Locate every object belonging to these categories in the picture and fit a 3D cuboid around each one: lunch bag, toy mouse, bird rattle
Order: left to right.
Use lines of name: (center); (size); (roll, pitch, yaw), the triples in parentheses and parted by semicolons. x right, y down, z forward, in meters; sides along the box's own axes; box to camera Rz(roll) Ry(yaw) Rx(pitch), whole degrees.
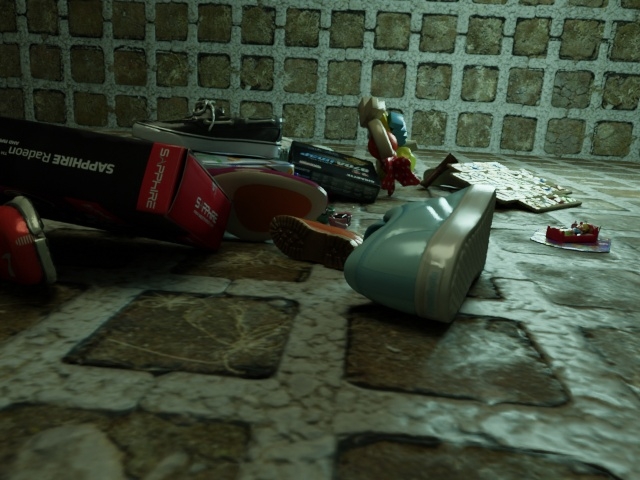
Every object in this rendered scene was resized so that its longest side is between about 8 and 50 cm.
lunch bag: (-0.187, -0.135, 1.162); (0.243, 0.114, 0.303); (-1, 14, -23)
toy mouse: (0.013, -0.041, 0.995); (0.161, 0.031, 0.143); (17, 20, 42)
bird rattle: (0.171, -0.224, 1.431); (0.143, 0.206, 0.253); (-23, 3, 15)

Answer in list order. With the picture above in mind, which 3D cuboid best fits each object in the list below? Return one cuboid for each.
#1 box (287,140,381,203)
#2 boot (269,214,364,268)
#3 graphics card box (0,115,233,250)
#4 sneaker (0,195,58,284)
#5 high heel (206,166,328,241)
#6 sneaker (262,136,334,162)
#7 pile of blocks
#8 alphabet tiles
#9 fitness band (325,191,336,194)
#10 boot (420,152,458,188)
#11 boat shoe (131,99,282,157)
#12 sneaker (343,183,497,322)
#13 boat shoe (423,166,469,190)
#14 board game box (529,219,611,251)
box: (0.029, -0.172, 1.303); (0.221, 0.051, 0.175); (14, 26, -9)
boot: (0.000, 0.000, 0.797); (0.158, 0.059, 0.085); (20, 18, 26)
graphics card box: (-0.328, -0.077, 0.716); (0.371, 0.094, 0.233); (11, -10, 5)
sneaker: (-0.403, 0.013, 0.609); (0.279, 0.107, 0.118); (3, 21, 38)
high heel: (-0.174, -0.086, 0.920); (0.378, 0.127, 0.181); (1, 24, 2)
sneaker: (-0.084, -0.271, 1.712); (0.283, 0.110, 0.122); (2, 18, -4)
pile of blocks: (0.210, -0.330, 1.610); (0.149, 0.112, 0.362); (-10, -29, 12)
alphabet tiles: (0.513, -0.150, 1.410); (0.343, 0.011, 0.285); (-9, 35, -38)
fitness band: (-0.038, -0.172, 1.444); (0.291, 0.054, 0.209); (12, 17, 28)
boot: (0.330, -0.192, 1.493); (0.114, 0.037, 0.106); (-40, -8, 2)
boat shoe: (-0.226, -0.237, 1.096); (0.307, 0.104, 0.113); (4, 11, -15)
sneaker: (0.142, -0.011, 0.705); (0.150, 0.135, 0.366); (13, 16, 23)
boat shoe: (0.406, -0.188, 1.559); (0.206, 0.075, 0.065); (10, 18, 40)
board game box: (0.473, -0.017, 0.996); (0.133, 0.033, 0.169); (11, 16, 28)
